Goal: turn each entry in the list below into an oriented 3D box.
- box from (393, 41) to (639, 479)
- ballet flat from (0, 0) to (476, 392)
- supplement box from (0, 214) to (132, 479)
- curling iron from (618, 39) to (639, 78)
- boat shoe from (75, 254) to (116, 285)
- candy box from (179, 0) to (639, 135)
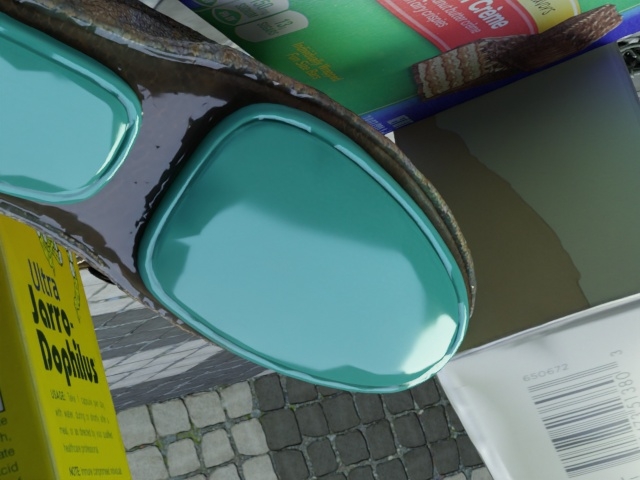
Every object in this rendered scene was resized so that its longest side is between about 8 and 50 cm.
[{"bbox_3d":[0.116,-0.028,0.660,0.121,0.311,0.148,-20,130,13],"label":"box"},{"bbox_3d":[-0.065,-0.045,0.448,0.316,0.106,0.107,32,109,-36],"label":"ballet flat"},{"bbox_3d":[-0.238,0.126,0.778,0.194,0.357,0.195,-16,169,0],"label":"supplement box"},{"bbox_3d":[0.279,-0.132,1.174,0.068,0.035,0.274,-19,169,6],"label":"curling iron"},{"bbox_3d":[-0.171,0.003,1.048,0.183,0.066,0.066,-11,168,-32],"label":"boat shoe"},{"bbox_3d":[0.108,-0.169,0.482,0.317,0.122,0.268,-22,166,14],"label":"candy box"}]
